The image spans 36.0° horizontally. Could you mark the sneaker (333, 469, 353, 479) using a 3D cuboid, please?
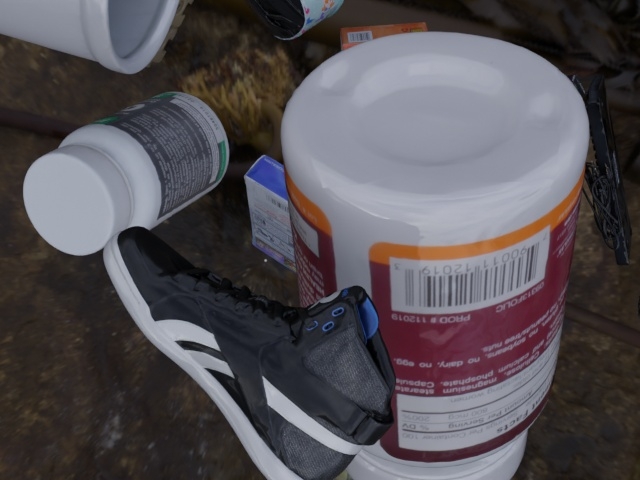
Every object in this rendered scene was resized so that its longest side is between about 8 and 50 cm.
[{"bbox_3d":[0.105,0.397,1.622,0.410,0.182,0.158,53,53,-11],"label":"sneaker"}]

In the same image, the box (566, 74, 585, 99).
[{"bbox_3d":[0.463,-0.270,1.898,0.052,0.062,0.083,50,54,-35],"label":"box"}]

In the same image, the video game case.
[{"bbox_3d":[0.000,0.000,1.676,0.269,0.244,0.061,32,66,15],"label":"video game case"}]

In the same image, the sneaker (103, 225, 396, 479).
[{"bbox_3d":[-0.034,0.048,0.642,0.121,0.079,0.217,-43,83,15],"label":"sneaker"}]

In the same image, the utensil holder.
[{"bbox_3d":[-0.413,-0.444,1.397,0.385,0.327,0.327,17,88,7],"label":"utensil holder"}]

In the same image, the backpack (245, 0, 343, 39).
[{"bbox_3d":[-0.064,-0.490,1.729,0.191,0.225,0.253,-32,96,-21],"label":"backpack"}]

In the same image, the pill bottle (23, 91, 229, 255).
[{"bbox_3d":[-0.323,-0.118,1.680,0.204,0.361,0.204,9,114,21],"label":"pill bottle"}]

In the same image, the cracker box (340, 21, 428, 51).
[{"bbox_3d":[0.119,-0.277,1.804,0.156,0.067,0.232,-4,131,0],"label":"cracker box"}]

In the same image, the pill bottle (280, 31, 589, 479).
[{"bbox_3d":[0.093,0.046,0.831,0.224,0.224,0.392,-3,134,3],"label":"pill bottle"}]

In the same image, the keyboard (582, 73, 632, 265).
[{"bbox_3d":[0.286,-0.067,1.012,0.038,0.100,0.192,-8,114,24],"label":"keyboard"}]

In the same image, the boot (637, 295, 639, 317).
[{"bbox_3d":[0.517,0.105,1.450,0.045,0.099,0.121,40,61,-42],"label":"boot"}]

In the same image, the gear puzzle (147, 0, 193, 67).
[{"bbox_3d":[-0.354,-0.407,1.753,0.044,0.339,0.175,36,106,17],"label":"gear puzzle"}]
